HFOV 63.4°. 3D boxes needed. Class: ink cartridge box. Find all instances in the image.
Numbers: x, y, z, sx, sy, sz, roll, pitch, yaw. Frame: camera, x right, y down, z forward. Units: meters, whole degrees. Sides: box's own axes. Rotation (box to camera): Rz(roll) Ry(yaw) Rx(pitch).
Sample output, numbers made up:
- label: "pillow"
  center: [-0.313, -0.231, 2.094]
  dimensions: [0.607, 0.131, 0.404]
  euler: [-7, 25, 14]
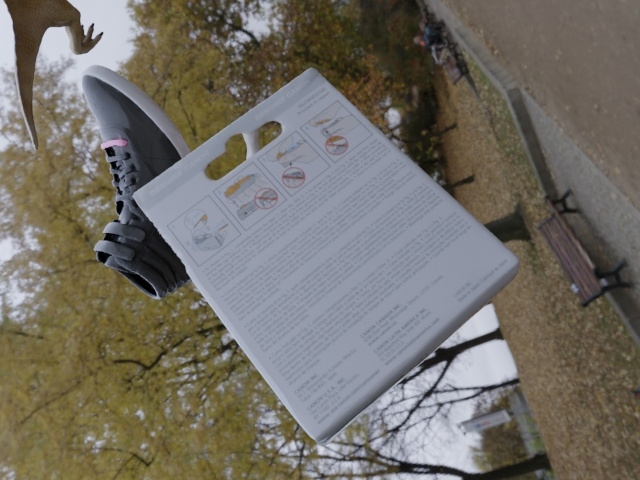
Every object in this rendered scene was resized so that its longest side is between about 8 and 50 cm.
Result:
- label: "ink cartridge box"
  center: [0.000, 0.000, 0.398]
  dimensions: [0.232, 0.189, 0.066]
  euler: [47, 168, 24]

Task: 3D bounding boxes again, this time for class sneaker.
- label: "sneaker"
  center: [-0.225, -0.052, 0.626]
  dimensions: [0.147, 0.105, 0.295]
  euler: [-46, -57, -33]

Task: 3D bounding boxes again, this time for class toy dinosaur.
- label: "toy dinosaur"
  center: [-0.177, -0.149, 0.323]
  dimensions: [0.092, 0.053, 0.183]
  euler: [-126, 44, -81]

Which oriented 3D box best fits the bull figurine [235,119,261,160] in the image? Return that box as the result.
- label: "bull figurine"
  center: [-0.028, -0.057, 0.650]
  dimensions: [0.310, 0.101, 0.188]
  euler: [-34, -53, -63]
